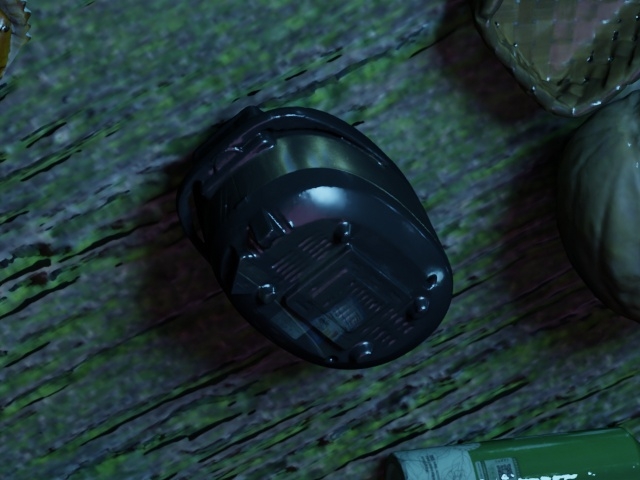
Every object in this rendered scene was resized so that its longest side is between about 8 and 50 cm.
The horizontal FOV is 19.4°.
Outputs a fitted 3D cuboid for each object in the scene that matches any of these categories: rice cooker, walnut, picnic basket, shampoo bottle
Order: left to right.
[{"bbox_3d":[0.000,0.000,1.023,0.112,0.106,0.165,-40,135,16],"label":"rice cooker"},{"bbox_3d":[0.146,0.152,1.186,0.204,0.065,0.065,-5,123,-13],"label":"shampoo bottle"},{"bbox_3d":[0.169,-0.159,0.996,0.193,0.055,0.110,-40,123,12],"label":"picnic basket"},{"bbox_3d":[0.203,-0.017,1.049,0.140,0.140,0.162,-36,154,9],"label":"walnut"}]

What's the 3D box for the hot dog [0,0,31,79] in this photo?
[{"bbox_3d":[-0.221,-0.073,0.941,0.099,0.053,0.192,34,106,-27],"label":"hot dog"}]
